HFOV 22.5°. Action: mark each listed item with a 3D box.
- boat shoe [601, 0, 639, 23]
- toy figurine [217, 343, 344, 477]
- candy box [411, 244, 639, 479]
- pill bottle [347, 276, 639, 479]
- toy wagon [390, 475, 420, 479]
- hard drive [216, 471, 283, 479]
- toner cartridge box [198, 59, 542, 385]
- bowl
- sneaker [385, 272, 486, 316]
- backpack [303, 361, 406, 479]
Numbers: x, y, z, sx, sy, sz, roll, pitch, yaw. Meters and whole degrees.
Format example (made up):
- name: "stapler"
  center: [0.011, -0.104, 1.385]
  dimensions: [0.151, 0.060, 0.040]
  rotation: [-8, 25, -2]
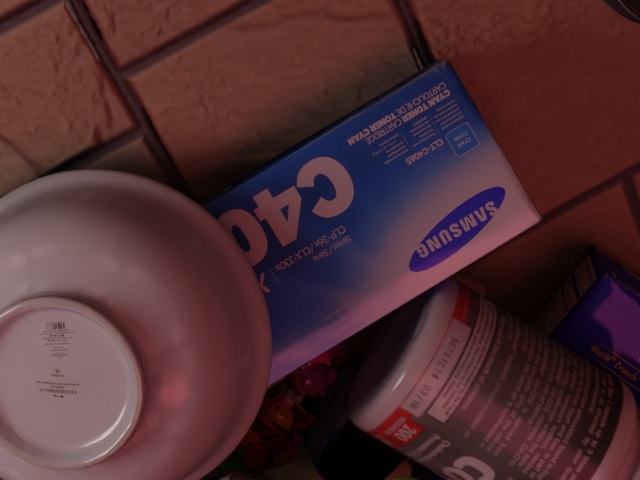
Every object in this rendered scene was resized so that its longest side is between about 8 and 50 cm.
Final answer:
- name: "boat shoe"
  center: [0.262, -0.258, 1.391]
  dimensions: [0.075, 0.065, 0.206]
  rotation: [-34, 128, 1]
- name: "toy figurine"
  center: [-0.038, 0.148, 1.514]
  dimensions: [0.159, 0.130, 0.173]
  rotation: [-46, 136, -1]
- name: "candy box"
  center: [0.288, 0.207, 1.620]
  dimensions: [0.268, 0.122, 0.317]
  rotation: [35, 106, -9]
- name: "pill bottle"
  center: [0.182, 0.165, 1.461]
  dimensions: [0.283, 0.161, 0.161]
  rotation: [31, 108, -9]
- name: "toy wagon"
  center: [0.016, 0.297, 1.470]
  dimensions: [0.344, 0.068, 0.267]
  rotation: [-5, 153, -26]
- name: "hard drive"
  center: [-0.145, 0.303, 1.507]
  dimensions: [0.308, 0.040, 0.203]
  rotation: [-29, 153, 23]
- name: "toner cartridge box"
  center: [0.000, 0.000, 1.403]
  dimensions: [0.348, 0.075, 0.165]
  rotation: [-32, 98, -1]
- name: "bowl"
  center: [-0.195, 0.098, 1.305]
  dimensions: [0.298, 0.134, 0.297]
  rotation: [2, 104, 8]
- name: "sneaker"
  center: [0.102, 0.035, 1.527]
  dimensions: [0.134, 0.051, 0.070]
  rotation: [0, 127, -18]
- name: "backpack"
  center: [0.041, 0.184, 1.579]
  dimensions: [0.105, 0.084, 0.114]
  rotation: [35, 99, -35]
